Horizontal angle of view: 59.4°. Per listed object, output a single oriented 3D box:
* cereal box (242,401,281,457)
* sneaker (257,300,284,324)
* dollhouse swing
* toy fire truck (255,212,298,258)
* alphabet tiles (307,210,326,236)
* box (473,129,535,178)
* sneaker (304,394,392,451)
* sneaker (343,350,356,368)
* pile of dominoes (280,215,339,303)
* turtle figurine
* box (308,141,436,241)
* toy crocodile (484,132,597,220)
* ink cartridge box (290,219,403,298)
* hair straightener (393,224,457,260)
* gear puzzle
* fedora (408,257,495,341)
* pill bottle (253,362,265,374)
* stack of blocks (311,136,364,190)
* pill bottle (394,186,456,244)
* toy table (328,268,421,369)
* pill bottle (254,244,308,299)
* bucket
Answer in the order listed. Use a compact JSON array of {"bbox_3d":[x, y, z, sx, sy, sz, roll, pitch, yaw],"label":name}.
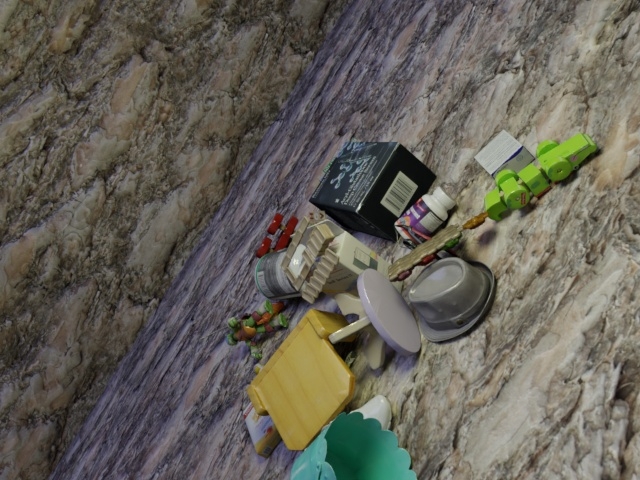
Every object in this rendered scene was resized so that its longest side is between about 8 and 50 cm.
[{"bbox_3d":[-0.183,0.611,1.958,0.173,0.047,0.240,-53,27,2],"label":"cereal box"},{"bbox_3d":[-0.206,0.315,2.337,0.175,0.064,0.067,-46,49,25],"label":"sneaker"},{"bbox_3d":[-0.001,0.447,1.757,0.305,0.315,0.347,43,101,30],"label":"dollhouse swing"},{"bbox_3d":[-0.185,0.037,2.528,0.302,0.169,0.254,-66,5,-22],"label":"toy fire truck"},{"bbox_3d":[0.000,0.000,2.239,0.198,0.009,0.237,1,101,59],"label":"alphabet tiles"},{"bbox_3d":[0.564,-0.254,1.728,0.126,0.072,0.137,-45,28,18],"label":"box"},{"bbox_3d":[0.078,0.536,1.541,0.297,0.129,0.111,-49,26,8],"label":"sneaker"},{"bbox_3d":[0.083,0.389,1.805,0.083,0.031,0.035,-58,27,-7],"label":"sneaker"},{"bbox_3d":[-0.024,0.064,1.727,0.196,0.040,0.251,54,137,28],"label":"pile of dominoes"},{"bbox_3d":[-0.276,0.376,2.211,0.266,0.198,0.274,-36,-7,14],"label":"turtle figurine"},{"bbox_3d":[0.184,-0.195,2.115,0.294,0.212,0.395,-59,27,-7],"label":"box"},{"bbox_3d":[0.602,-0.174,1.563,0.340,0.105,0.115,-37,31,21],"label":"toy crocodile"},{"bbox_3d":[0.073,0.094,1.803,0.207,0.353,0.119,-23,41,46],"label":"ink cartridge box"},{"bbox_3d":[0.310,0.020,1.748,0.230,0.047,0.089,36,92,31],"label":"hair straightener"},{"bbox_3d":[0.345,0.019,1.631,0.339,0.044,0.175,-35,5,10],"label":"gear puzzle"},{"bbox_3d":[0.344,0.144,1.568,0.275,0.124,0.244,-30,36,39],"label":"fedora"},{"bbox_3d":[-0.222,0.502,2.149,0.043,0.043,0.083,-60,27,-11],"label":"pill bottle"},{"bbox_3d":[0.103,-0.313,2.509,0.297,0.087,0.171,-51,27,7],"label":"stack of blocks"},{"bbox_3d":[0.346,-0.082,1.839,0.193,0.108,0.108,-45,29,17],"label":"pill bottle"},{"bbox_3d":[0.156,0.239,1.657,0.161,0.252,0.274,-41,58,34],"label":"toy table"},{"bbox_3d":[-0.084,0.119,2.191,0.361,0.204,0.204,-15,46,50],"label":"pill bottle"},{"bbox_3d":[0.074,0.578,1.357,0.183,0.281,0.281,-49,26,29],"label":"bucket"}]
